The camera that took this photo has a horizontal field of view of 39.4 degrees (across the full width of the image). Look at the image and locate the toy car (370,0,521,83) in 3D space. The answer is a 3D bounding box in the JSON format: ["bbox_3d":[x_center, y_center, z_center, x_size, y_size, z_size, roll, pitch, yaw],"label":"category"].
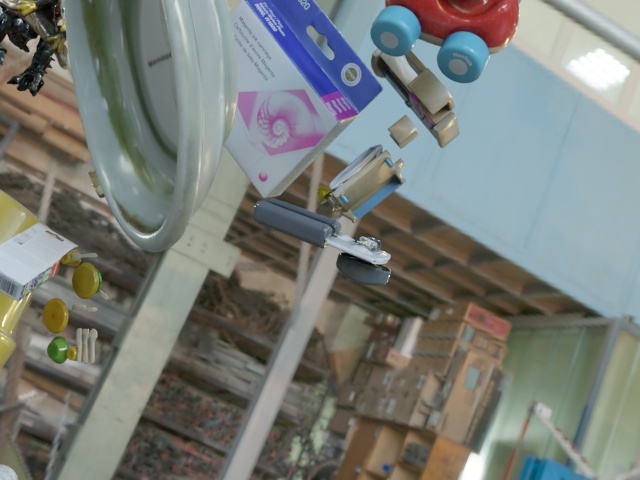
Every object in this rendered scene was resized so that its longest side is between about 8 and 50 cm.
[{"bbox_3d":[0.206,-0.400,1.297,0.210,0.219,0.238,24,-34,11],"label":"toy car"}]

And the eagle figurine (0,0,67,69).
[{"bbox_3d":[-0.329,-0.384,1.304,0.298,0.225,0.226,-33,-24,31],"label":"eagle figurine"}]

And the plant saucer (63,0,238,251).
[{"bbox_3d":[-0.172,-0.192,0.935,0.100,0.400,0.400,-12,1,-27],"label":"plant saucer"}]

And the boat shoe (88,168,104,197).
[{"bbox_3d":[-0.360,-0.152,1.659,0.072,0.190,0.068,58,21,-3],"label":"boat shoe"}]

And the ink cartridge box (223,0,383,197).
[{"bbox_3d":[-0.092,-0.308,1.768,0.324,0.330,0.071,53,30,11],"label":"ink cartridge box"}]

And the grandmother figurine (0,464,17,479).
[{"bbox_3d":[-0.502,0.462,1.267,0.104,0.208,0.342,38,25,-25],"label":"grandmother figurine"}]

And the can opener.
[{"bbox_3d":[0.000,0.000,1.632,0.280,0.093,0.074,26,19,22],"label":"can opener"}]

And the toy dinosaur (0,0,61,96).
[{"bbox_3d":[-0.523,-0.391,1.563,0.164,0.218,0.322,26,-10,-25],"label":"toy dinosaur"}]

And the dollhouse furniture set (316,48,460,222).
[{"bbox_3d":[0.077,-0.204,1.670,0.198,0.303,0.286,51,4,13],"label":"dollhouse furniture set"}]

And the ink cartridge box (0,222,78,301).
[{"bbox_3d":[-0.347,0.024,1.061,0.063,0.029,0.115,30,29,6],"label":"ink cartridge box"}]

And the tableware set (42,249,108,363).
[{"bbox_3d":[-0.328,0.089,1.193,0.104,0.154,0.024,-1,-2,31],"label":"tableware set"}]

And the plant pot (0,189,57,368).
[{"bbox_3d":[-0.511,0.045,1.266,0.254,0.239,0.254,30,-18,11],"label":"plant pot"}]
